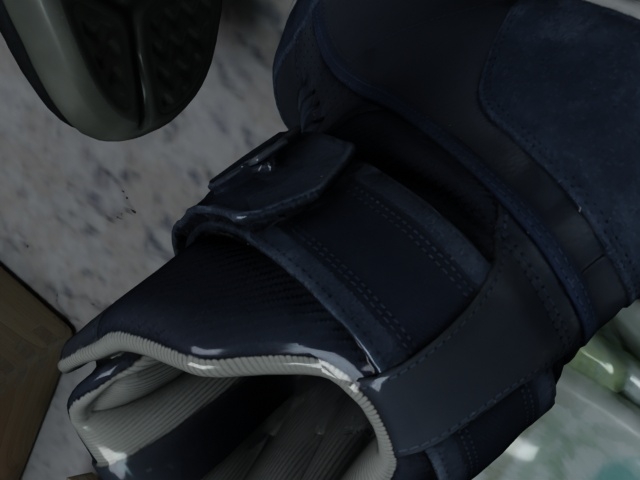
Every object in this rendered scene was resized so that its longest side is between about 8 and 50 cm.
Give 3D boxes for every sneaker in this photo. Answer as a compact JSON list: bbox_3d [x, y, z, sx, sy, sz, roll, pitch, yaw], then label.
[{"bbox_3d":[-0.111,-0.133,0.574,0.130,0.087,0.228,-14,103,45],"label":"sneaker"},{"bbox_3d":[-0.001,-0.001,0.463,0.086,0.163,0.226,52,166,-18],"label":"sneaker"}]

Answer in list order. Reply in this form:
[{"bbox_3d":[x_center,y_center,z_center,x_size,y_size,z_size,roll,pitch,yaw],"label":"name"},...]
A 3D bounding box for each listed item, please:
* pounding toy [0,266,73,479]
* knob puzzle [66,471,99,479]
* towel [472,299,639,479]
[{"bbox_3d":[-0.177,0.074,0.739,0.130,0.100,0.141,40,134,14],"label":"pounding toy"},{"bbox_3d":[-0.085,0.187,0.724,0.213,0.030,0.213,171,90,-68],"label":"knob puzzle"},{"bbox_3d":[0.134,0.200,0.571,0.320,0.090,0.374,34,132,20],"label":"towel"}]
